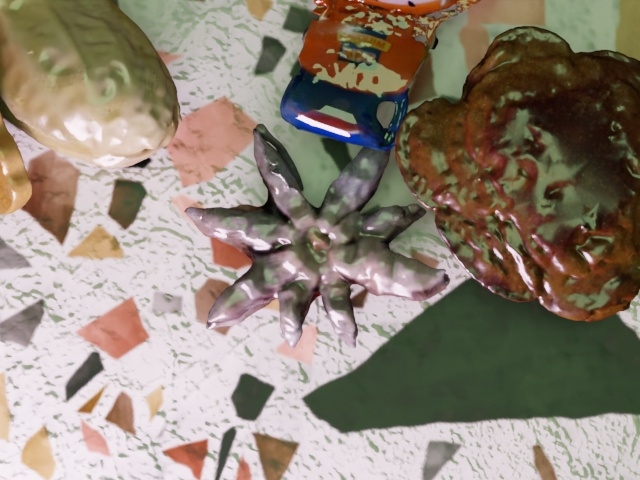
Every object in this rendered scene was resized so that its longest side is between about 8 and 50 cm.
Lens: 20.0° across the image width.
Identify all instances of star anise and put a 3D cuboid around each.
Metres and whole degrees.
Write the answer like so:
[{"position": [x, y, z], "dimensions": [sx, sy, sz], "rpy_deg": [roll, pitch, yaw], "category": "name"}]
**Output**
[{"position": [0.000, 0.000, 1.594], "dimensions": [0.236, 0.093, 0.229], "rpy_deg": [27, 91, 7], "category": "star anise"}]

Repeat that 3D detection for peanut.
[{"position": [-0.247, -0.194, 1.600], "dimensions": [0.149, 0.149, 0.313], "rpy_deg": [-34, 86, 3], "category": "peanut"}]

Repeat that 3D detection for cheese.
[{"position": [0.061, -0.242, 1.575], "dimensions": [0.217, 0.129, 0.329], "rpy_deg": [18, 85, 7], "category": "cheese"}]

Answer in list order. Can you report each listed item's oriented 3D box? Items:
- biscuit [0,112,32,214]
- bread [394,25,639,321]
[{"position": [-0.328, -0.129, 1.605], "dimensions": [0.040, 0.144, 0.236], "rpy_deg": [-35, 86, -23], "category": "biscuit"}, {"position": [0.205, -0.056, 1.558], "dimensions": [0.232, 0.135, 0.246], "rpy_deg": [-41, 85, 2], "category": "bread"}]
